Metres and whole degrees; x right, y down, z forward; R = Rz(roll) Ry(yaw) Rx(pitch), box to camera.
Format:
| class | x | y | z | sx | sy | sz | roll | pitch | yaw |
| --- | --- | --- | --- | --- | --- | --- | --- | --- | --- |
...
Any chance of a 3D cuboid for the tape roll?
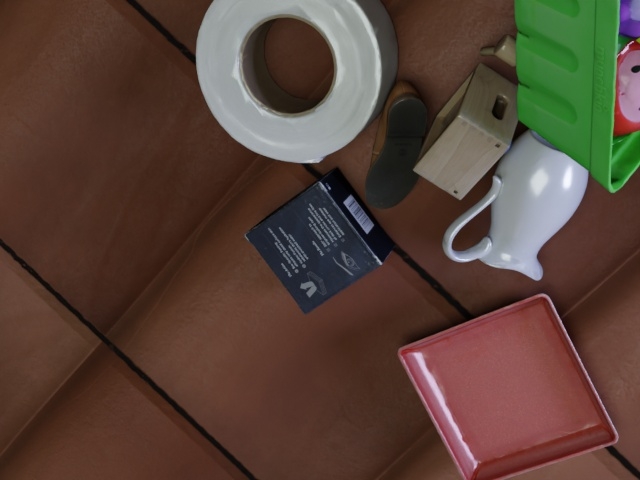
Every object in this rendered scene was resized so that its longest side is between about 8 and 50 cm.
| class | x | y | z | sx | sy | sz | roll | pitch | yaw |
| --- | --- | --- | --- | --- | --- | --- | --- | --- | --- |
| tape roll | -0.033 | -0.260 | 1.769 | 0.286 | 0.100 | 0.286 | 6 | 110 | 16 |

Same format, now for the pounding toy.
| class | x | y | z | sx | sy | sz | roll | pitch | yaw |
| --- | --- | --- | --- | --- | --- | --- | --- | --- | --- |
| pounding toy | 0.237 | -0.187 | 1.676 | 0.094 | 0.181 | 0.206 | 32 | 137 | -7 |

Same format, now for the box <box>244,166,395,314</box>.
| class | x | y | z | sx | sy | sz | roll | pitch | yaw |
| --- | --- | --- | --- | --- | --- | --- | --- | --- | --- |
| box | 0.000 | 0.000 | 1.854 | 0.158 | 0.093 | 0.156 | -34 | 96 | 25 |

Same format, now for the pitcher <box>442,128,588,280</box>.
| class | x | y | z | sx | sy | sz | roll | pitch | yaw |
| --- | --- | --- | --- | --- | --- | --- | --- | --- | --- |
| pitcher | 0.273 | -0.053 | 1.706 | 0.177 | 0.125 | 0.207 | 3 | 122 | -29 |

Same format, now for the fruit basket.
| class | x | y | z | sx | sy | sz | roll | pitch | yaw |
| --- | --- | --- | --- | --- | --- | --- | --- | --- | --- |
| fruit basket | 0.441 | -0.256 | 1.475 | 0.392 | 0.283 | 0.392 | 30 | 146 | 23 |

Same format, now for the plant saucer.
| class | x | y | z | sx | sy | sz | roll | pitch | yaw |
| --- | --- | --- | --- | --- | --- | --- | --- | --- | --- |
| plant saucer | 0.287 | 0.227 | 1.864 | 0.258 | 0.048 | 0.259 | -24 | 99 | 25 |

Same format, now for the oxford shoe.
| class | x | y | z | sx | sy | sz | roll | pitch | yaw |
| --- | --- | --- | --- | --- | --- | --- | --- | --- | --- |
| oxford shoe | 0.111 | -0.139 | 1.787 | 0.076 | 0.076 | 0.212 | 6 | 129 | -12 |
